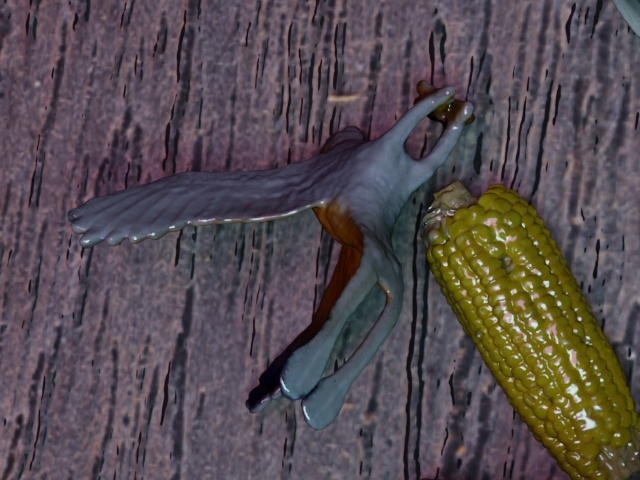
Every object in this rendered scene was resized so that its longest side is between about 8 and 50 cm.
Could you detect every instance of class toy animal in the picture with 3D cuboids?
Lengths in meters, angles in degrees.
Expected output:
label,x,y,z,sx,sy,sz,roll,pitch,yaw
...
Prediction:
label,x,y,z,sx,sy,sz,roll,pitch,yaw
toy animal,0.014,-0.017,1.251,0.302,0.284,0.225,-47,114,-16

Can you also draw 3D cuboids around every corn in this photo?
label,x,y,z,sx,sy,sz,roll,pitch,yaw
corn,0.160,0.066,1.301,0.097,0.097,0.261,-33,77,11

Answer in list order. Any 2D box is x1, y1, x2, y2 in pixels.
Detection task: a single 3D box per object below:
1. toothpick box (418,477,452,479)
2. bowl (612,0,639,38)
label,x,y,z,sx,sy,sz,roll,pitch,yaw
toothpick box,0.143,0.232,1.288,0.149,0.098,0.098,4,86,16
bowl,0.299,-0.328,1.153,0.435,0.196,0.434,-15,67,41
